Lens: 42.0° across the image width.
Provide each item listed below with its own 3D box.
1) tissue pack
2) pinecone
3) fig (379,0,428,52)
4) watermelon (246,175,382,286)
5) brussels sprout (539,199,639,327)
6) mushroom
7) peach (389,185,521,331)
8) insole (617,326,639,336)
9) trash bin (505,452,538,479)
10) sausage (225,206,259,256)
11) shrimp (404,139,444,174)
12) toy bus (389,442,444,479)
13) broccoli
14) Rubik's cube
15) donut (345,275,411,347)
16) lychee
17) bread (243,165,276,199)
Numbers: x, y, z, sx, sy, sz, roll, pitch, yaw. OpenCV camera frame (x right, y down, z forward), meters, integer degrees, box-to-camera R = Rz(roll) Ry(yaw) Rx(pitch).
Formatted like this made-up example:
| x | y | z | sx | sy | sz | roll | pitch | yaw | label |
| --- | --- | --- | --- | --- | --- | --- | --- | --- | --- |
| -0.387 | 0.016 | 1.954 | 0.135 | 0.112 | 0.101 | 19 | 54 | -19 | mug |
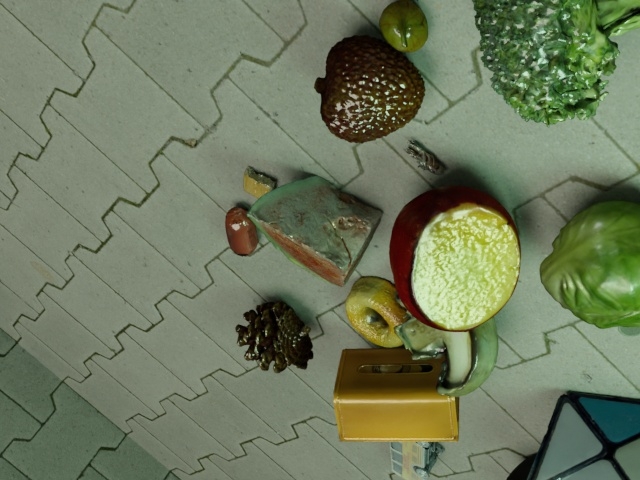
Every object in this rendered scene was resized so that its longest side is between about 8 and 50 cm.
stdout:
| x | y | z | sx | sy | sz | roll | pitch | yaw | label |
| --- | --- | --- | --- | --- | --- | --- | --- | --- | --- |
| 0.182 | 0.349 | 1.935 | 0.274 | 0.194 | 0.145 | -2 | 119 | 11 | tissue pack |
| -0.124 | 0.248 | 2.150 | 0.212 | 0.168 | 0.186 | -3 | 99 | 54 | pinecone |
| 0.136 | -0.353 | 1.366 | 0.081 | 0.098 | 0.084 | 1 | 99 | 7 | fig |
| 0.000 | 0.000 | 1.768 | 0.231 | 0.193 | 0.310 | -12 | 123 | 45 | watermelon |
| 0.506 | 0.046 | 1.430 | 0.244 | 0.244 | 0.244 | 21 | 140 | 18 | brussels sprout |
| 0.289 | 0.184 | 1.775 | 0.190 | 0.164 | 0.267 | -56 | 53 | 30 | mushroom |
| 0.240 | 0.017 | 1.568 | 0.245 | 0.248 | 0.275 | 29 | 136 | 45 | peach |
| 0.642 | 0.125 | 1.472 | 0.231 | 0.003 | 0.080 | -18 | 130 | 14 | insole |
| 0.611 | 0.697 | 2.034 | 0.334 | 0.214 | 0.214 | 45 | 142 | -6 | trash bin |
| -0.189 | -0.021 | 1.992 | 0.076 | 0.076 | 0.141 | 20 | 140 | 19 | sausage |
| 0.196 | -0.155 | 1.591 | 0.092 | 0.029 | 0.038 | 45 | 150 | -4 | shrimp |
| 0.254 | 0.528 | 2.225 | 0.138 | 0.097 | 0.343 | 23 | 143 | 27 | toy bus |
| 0.335 | -0.349 | 1.136 | 0.249 | 0.301 | 0.376 | 20 | 116 | 53 | broccoli |
| 0.641 | 0.531 | 1.760 | 0.305 | 0.310 | 0.307 | 0 | 131 | 42 | Rubik's cube |
| 0.141 | 0.175 | 1.944 | 0.174 | 0.075 | 0.190 | -21 | 116 | 48 | donut |
| 0.079 | -0.262 | 1.444 | 0.194 | 0.194 | 0.195 | 21 | 140 | 18 | lychee |
| -0.138 | -0.121 | 1.876 | 0.083 | 0.035 | 0.070 | 28 | 142 | 21 | bread |
